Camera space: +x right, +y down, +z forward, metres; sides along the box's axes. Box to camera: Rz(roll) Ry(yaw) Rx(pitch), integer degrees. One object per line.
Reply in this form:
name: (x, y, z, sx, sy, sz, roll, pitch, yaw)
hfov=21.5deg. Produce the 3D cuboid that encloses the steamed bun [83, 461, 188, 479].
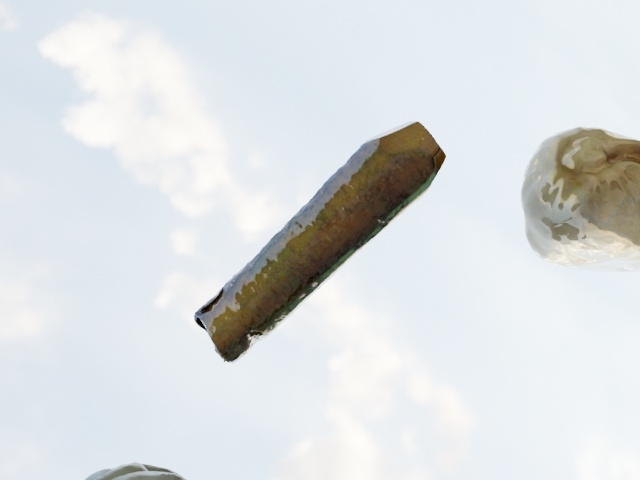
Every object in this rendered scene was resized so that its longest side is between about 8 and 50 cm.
steamed bun: (-0.234, 0.376, 1.605, 0.324, 0.219, 0.310, -65, -22, -43)

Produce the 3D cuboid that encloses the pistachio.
pistachio: (0.263, -0.034, 1.584, 0.200, 0.145, 0.117, 23, -142, -49)

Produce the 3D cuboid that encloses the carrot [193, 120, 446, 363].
carrot: (0.000, 0.000, 1.429, 0.070, 0.260, 0.070, 45, 175, 5)
